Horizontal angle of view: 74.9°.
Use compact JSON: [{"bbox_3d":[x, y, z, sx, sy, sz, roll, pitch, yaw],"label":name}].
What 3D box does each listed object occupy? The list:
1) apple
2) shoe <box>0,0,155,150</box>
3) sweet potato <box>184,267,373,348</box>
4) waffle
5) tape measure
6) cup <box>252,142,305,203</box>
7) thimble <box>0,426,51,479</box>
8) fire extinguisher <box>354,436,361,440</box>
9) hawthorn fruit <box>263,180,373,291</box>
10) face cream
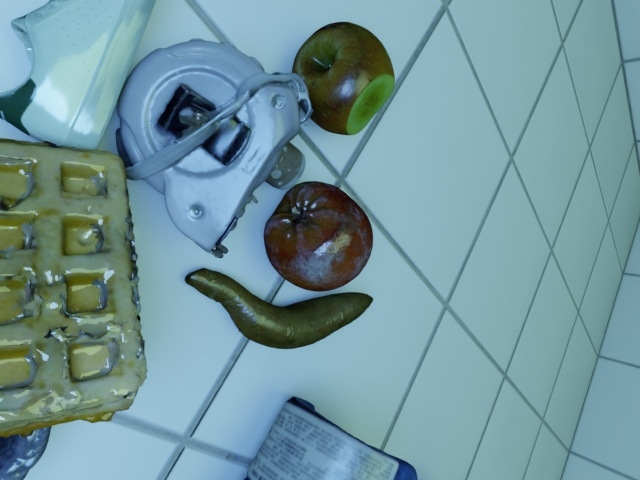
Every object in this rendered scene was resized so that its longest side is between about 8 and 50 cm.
[{"bbox_3d":[0.042,-0.246,0.646,0.146,0.163,0.147,-40,148,20],"label":"apple"},{"bbox_3d":[-0.249,-0.221,0.435,0.110,0.095,0.264,18,81,-33],"label":"shoe"},{"bbox_3d":[-0.058,0.119,0.674,0.346,0.079,0.108,14,81,-36],"label":"sweet potato"},{"bbox_3d":[-0.341,0.040,0.308,0.377,0.114,0.260,1,69,-40],"label":"waffle"},{"bbox_3d":[-0.137,-0.129,0.501,0.197,0.120,0.236,33,94,-8],"label":"tape measure"},{"bbox_3d":[-0.081,-0.112,0.613,0.099,0.074,0.102,32,75,-41],"label":"cup"},{"bbox_3d":[-0.347,0.180,0.402,0.150,0.098,0.149,-9,103,-42],"label":"thimble"},{"bbox_3d":[0.052,0.493,0.849,0.062,0.050,0.177,-11,109,-81],"label":"fire extinguisher"},{"bbox_3d":[0.000,0.000,0.648,0.173,0.173,0.172,-8,102,-41],"label":"hawthorn fruit"},{"bbox_3d":[0.005,0.403,0.654,0.249,0.249,0.225,45,66,-37],"label":"face cream"}]
